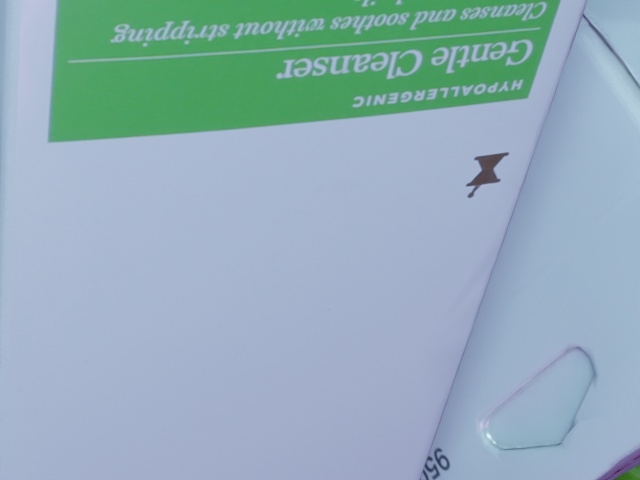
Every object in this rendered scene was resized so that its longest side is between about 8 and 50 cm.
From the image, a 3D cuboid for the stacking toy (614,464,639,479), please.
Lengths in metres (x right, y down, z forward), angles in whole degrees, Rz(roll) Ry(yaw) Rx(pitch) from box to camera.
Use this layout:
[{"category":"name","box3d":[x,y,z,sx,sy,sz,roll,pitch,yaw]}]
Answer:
[{"category":"stacking toy","box3d":[0.275,0.062,0.979,0.309,0.279,0.130,-9,109,-15]}]

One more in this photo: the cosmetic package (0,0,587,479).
[{"category":"cosmetic package","box3d":[-0.045,-0.026,0.549,0.197,0.155,0.365,-8,134,-21]}]

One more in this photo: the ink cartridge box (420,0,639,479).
[{"category":"ink cartridge box","box3d":[0.218,-0.017,0.749,0.395,0.166,0.285,-21,160,-38]}]
